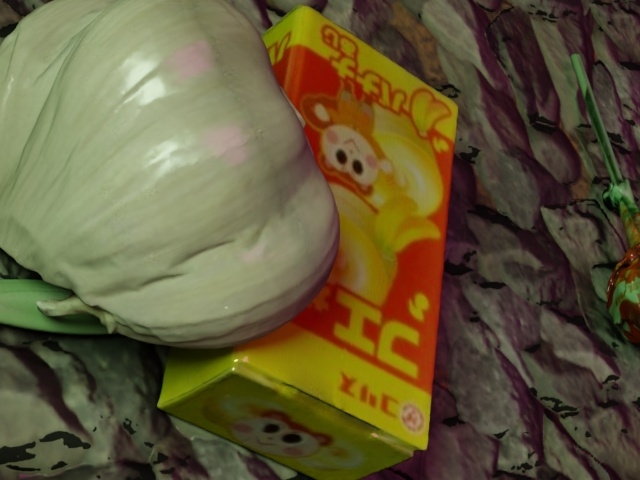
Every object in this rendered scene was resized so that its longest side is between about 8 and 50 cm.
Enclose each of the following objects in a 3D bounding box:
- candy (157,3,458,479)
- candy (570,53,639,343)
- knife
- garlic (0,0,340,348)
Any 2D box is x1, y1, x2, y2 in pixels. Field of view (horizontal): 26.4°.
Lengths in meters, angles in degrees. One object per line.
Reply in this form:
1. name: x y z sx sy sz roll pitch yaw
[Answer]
1. candy: 0.000 0.000 0.860 0.146 0.088 0.276 29 51 -29
2. candy: 0.248 -0.040 1.133 0.084 0.078 0.287 3 57 -28
3. knife: -0.201 0.034 0.707 0.293 0.020 0.043 9 59 -38
4. garlic: -0.087 -0.053 0.723 0.178 0.143 0.229 -35 73 -30
